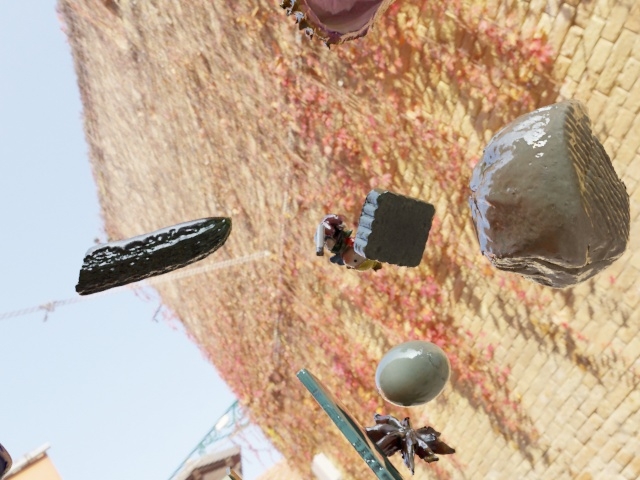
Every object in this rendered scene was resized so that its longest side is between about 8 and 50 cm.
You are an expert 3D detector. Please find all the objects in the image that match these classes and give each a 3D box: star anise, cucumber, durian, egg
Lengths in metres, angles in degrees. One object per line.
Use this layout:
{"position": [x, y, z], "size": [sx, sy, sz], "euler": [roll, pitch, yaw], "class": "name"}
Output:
{"position": [0.243, 0.565, 1.726], "size": [0.288, 0.288, 0.088], "euler": [-4, -77, -52], "class": "star anise"}
{"position": [-0.267, 0.022, 1.002], "size": [0.265, 0.077, 0.077], "euler": [-15, -36, -5], "class": "cucumber"}
{"position": [-0.008, -0.381, 0.753], "size": [0.191, 0.112, 0.341], "euler": [-44, -32, -8], "class": "durian"}
{"position": [0.268, 0.392, 1.806], "size": [0.186, 0.187, 0.253], "euler": [-11, -21, -48], "class": "egg"}

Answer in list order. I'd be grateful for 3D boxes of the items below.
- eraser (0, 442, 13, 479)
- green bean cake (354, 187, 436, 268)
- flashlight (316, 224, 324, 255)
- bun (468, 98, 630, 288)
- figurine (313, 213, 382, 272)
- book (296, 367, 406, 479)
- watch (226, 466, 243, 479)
{"position": [-0.625, 0.429, 0.911], "size": [0.102, 0.154, 0.332], "euler": [63, -151, -20], "class": "eraser"}
{"position": [0.186, -0.032, 1.578], "size": [0.184, 0.094, 0.184], "euler": [11, -80, -32], "class": "green bean cake"}
{"position": [0.000, 0.000, 1.399], "size": [0.018, 0.083, 0.018], "euler": [-1, -43, 3], "class": "flashlight"}
{"position": [0.332, -0.057, 0.935], "size": [0.204, 0.282, 0.281], "euler": [-22, -7, 43], "class": "bun"}
{"position": [0.099, 0.015, 1.915], "size": [0.127, 0.234, 0.185], "euler": [-50, -6, -22], "class": "figurine"}
{"position": [0.106, 0.445, 1.302], "size": [0.031, 0.379, 0.264], "euler": [-42, -35, -4], "class": "book"}
{"position": [-0.186, 0.676, 1.438], "size": [0.164, 0.268, 0.102], "euler": [-37, 7, 3], "class": "watch"}
